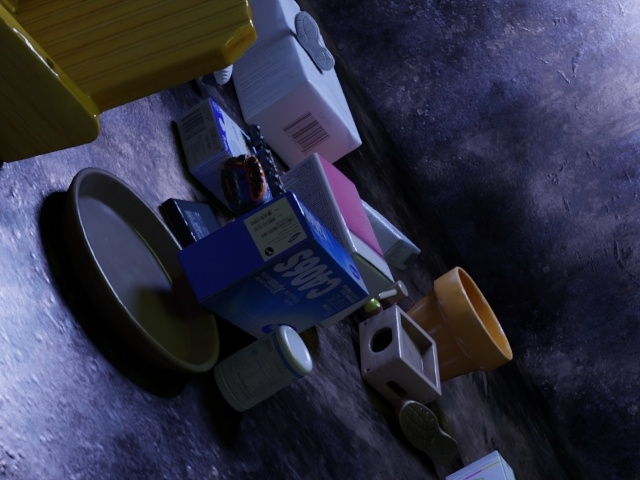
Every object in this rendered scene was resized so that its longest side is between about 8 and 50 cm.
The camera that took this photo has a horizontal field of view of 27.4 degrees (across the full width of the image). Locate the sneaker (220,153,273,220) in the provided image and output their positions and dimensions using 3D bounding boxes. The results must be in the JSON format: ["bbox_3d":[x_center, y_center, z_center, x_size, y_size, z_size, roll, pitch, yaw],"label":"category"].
[{"bbox_3d":[-0.092,-0.018,1.959,0.087,0.083,0.221,50,32,-64],"label":"sneaker"}]

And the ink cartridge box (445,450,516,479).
[{"bbox_3d":[0.293,0.472,2.263,0.062,0.109,0.209,50,16,-30],"label":"ink cartridge box"}]

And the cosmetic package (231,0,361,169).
[{"bbox_3d":[-0.070,-0.333,2.635,0.217,0.156,0.385,47,16,-41],"label":"cosmetic package"}]

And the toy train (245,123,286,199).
[{"bbox_3d":[-0.085,-0.119,2.071,0.036,0.027,0.158,58,8,-55],"label":"toy train"}]

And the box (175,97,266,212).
[{"bbox_3d":[-0.153,-0.131,2.064,0.137,0.072,0.126,45,19,-46],"label":"box"}]

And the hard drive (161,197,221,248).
[{"bbox_3d":[-0.169,-0.012,1.850,0.094,0.022,0.135,61,14,11],"label":"hard drive"}]

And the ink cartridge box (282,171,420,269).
[{"bbox_3d":[0.063,-0.049,2.409,0.239,0.060,0.275,43,4,12],"label":"ink cartridge box"}]

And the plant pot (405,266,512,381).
[{"bbox_3d":[0.235,0.184,2.515,0.205,0.188,0.205,54,13,-19],"label":"plant pot"}]

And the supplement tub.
[{"bbox_3d":[-0.071,0.159,1.642,0.071,0.107,0.071,53,15,-21],"label":"supplement tub"}]

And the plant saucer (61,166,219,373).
[{"bbox_3d":[-0.213,0.040,1.539,0.278,0.041,0.278,53,15,-21],"label":"plant saucer"}]

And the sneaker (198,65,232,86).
[{"bbox_3d":[-0.200,-0.368,2.363,0.235,0.094,0.153,53,19,21],"label":"sneaker"}]

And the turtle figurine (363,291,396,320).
[{"bbox_3d":[0.059,0.044,2.405,0.217,0.087,0.269,56,14,-12],"label":"turtle figurine"}]

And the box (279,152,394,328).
[{"bbox_3d":[0.000,0.000,2.142,0.127,0.148,0.232,37,25,-46],"label":"box"}]

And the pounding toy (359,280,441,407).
[{"bbox_3d":[0.117,0.167,2.301,0.181,0.094,0.206,44,29,-34],"label":"pounding toy"}]

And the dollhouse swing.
[{"bbox_3d":[-0.288,-0.311,1.477,0.315,0.305,0.347,49,17,-35],"label":"dollhouse swing"}]

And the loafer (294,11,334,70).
[{"bbox_3d":[-0.014,-0.382,2.537,0.125,0.045,0.039,61,0,-2],"label":"loafer"}]

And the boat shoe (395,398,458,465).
[{"bbox_3d":[0.172,0.328,2.273,0.060,0.064,0.178,28,-16,47],"label":"boat shoe"}]

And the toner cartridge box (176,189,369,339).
[{"bbox_3d":[-0.053,0.046,1.729,0.075,0.165,0.348,64,6,18],"label":"toner cartridge box"}]
